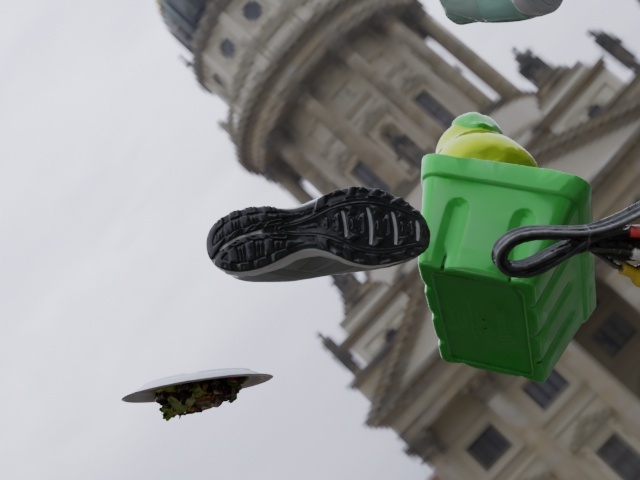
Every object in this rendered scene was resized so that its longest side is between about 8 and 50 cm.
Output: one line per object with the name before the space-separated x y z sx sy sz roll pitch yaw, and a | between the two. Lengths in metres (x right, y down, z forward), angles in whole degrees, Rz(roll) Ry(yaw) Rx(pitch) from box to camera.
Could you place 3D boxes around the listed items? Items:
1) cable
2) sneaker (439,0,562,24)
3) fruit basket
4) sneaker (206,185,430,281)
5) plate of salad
cable | 0.367 0.004 1.553 0.287 0.072 0.139 2 -59 -19
sneaker | 0.159 -0.336 1.186 0.094 0.256 0.151 1 -2 -36
fruit basket | 0.276 -0.026 1.827 0.392 0.283 0.392 11 -90 -70
sneaker | 0.000 0.000 1.504 0.271 0.100 0.108 -5 -18 4
plate of salad | -0.159 0.202 1.587 0.199 0.048 0.200 -8 -12 -2
